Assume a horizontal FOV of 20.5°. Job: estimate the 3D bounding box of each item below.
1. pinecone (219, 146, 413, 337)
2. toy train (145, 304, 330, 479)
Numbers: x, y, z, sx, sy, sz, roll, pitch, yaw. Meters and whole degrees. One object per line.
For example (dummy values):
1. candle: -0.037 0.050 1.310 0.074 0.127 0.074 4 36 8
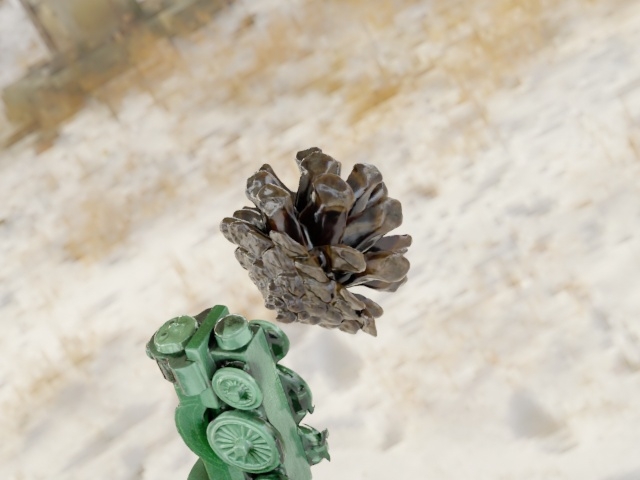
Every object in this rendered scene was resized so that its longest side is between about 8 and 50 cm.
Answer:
1. pinecone: 0.002 -0.002 1.980 0.228 0.203 0.201 26 43 25
2. toy train: -0.059 0.121 1.245 0.104 0.178 0.071 5 41 28
